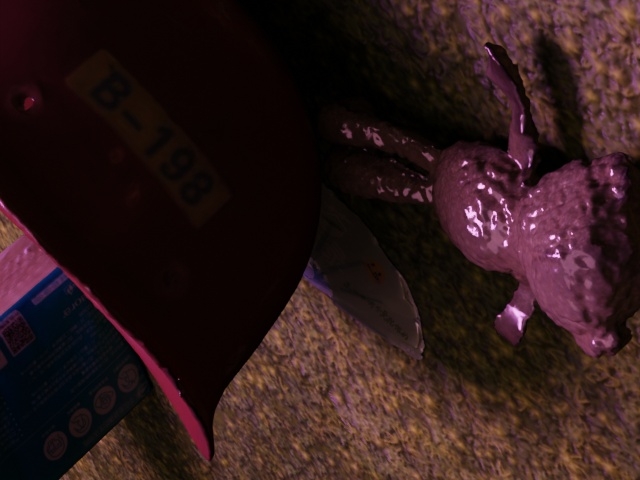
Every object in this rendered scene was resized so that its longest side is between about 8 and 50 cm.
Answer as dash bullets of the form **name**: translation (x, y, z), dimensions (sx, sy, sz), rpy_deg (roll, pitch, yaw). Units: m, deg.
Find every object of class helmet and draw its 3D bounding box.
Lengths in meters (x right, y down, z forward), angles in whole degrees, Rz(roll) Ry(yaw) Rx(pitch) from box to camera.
- **helmet**: translation (-0.118, -0.063, 1.368), dimensions (0.385, 0.230, 0.337), rpy_deg (49, 172, -6)

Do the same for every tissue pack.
- **tissue pack**: translation (-0.315, 0.145, 1.865), dimensions (0.134, 0.271, 0.192), rpy_deg (12, 133, 43)

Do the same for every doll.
- **doll**: translation (0.108, -0.018, 1.256), dimensions (0.286, 0.091, 0.202), rpy_deg (-12, 89, 53)

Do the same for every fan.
- **fan**: translation (0.000, 0.000, 1.511), dimensions (0.240, 0.009, 0.131), rpy_deg (45, 149, 12)
